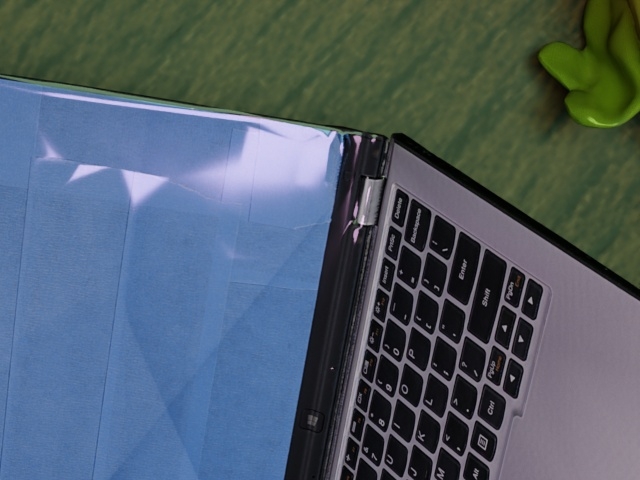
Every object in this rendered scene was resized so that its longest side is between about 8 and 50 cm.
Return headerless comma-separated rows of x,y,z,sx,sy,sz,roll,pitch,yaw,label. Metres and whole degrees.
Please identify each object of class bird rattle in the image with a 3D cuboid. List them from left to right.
0.279,-0.100,1.129,0.253,0.143,0.207,39,64,-1,bird rattle

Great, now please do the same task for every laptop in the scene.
-0.045,0.144,1.005,0.236,0.408,0.382,-8,119,-34,laptop

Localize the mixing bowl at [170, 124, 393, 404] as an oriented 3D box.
0.000,0.000,1.116,0.181,0.098,0.181,0,113,-1,mixing bowl
